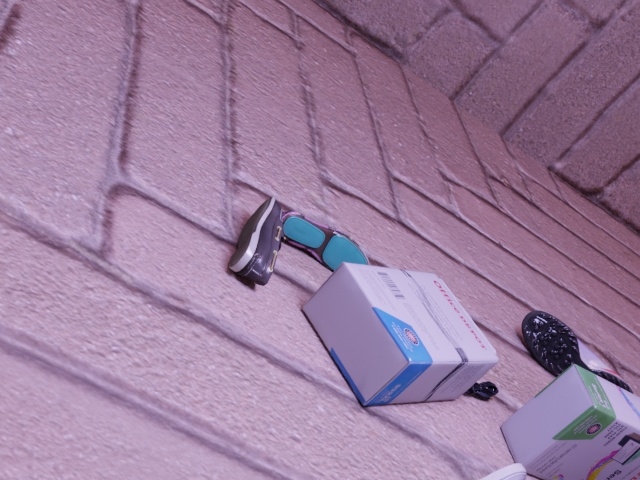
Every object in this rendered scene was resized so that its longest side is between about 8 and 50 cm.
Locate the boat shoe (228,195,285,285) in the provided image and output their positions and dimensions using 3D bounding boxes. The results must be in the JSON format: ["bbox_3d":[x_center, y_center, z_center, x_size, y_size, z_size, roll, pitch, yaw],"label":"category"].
[{"bbox_3d":[-0.102,0.001,1.747,0.068,0.081,0.228,39,31,-14],"label":"boat shoe"}]

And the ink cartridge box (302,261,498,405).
[{"bbox_3d":[0.149,0.169,1.774,0.307,0.129,0.223,8,40,-51],"label":"ink cartridge box"}]

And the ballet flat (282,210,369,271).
[{"bbox_3d":[0.000,0.000,1.919,0.221,0.077,0.079,29,7,-25],"label":"ballet flat"}]

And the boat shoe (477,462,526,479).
[{"bbox_3d":[0.283,0.431,1.620,0.227,0.079,0.081,-5,60,-53],"label":"boat shoe"}]

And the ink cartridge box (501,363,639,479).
[{"bbox_3d":[0.524,0.381,1.897,0.278,0.201,0.117,27,28,-31],"label":"ink cartridge box"}]

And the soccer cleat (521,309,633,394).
[{"bbox_3d":[0.595,0.285,2.316,0.318,0.109,0.116,40,4,1],"label":"soccer cleat"}]

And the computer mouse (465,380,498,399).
[{"bbox_3d":[0.292,0.236,1.987,0.106,0.042,0.193,20,32,-39],"label":"computer mouse"}]
